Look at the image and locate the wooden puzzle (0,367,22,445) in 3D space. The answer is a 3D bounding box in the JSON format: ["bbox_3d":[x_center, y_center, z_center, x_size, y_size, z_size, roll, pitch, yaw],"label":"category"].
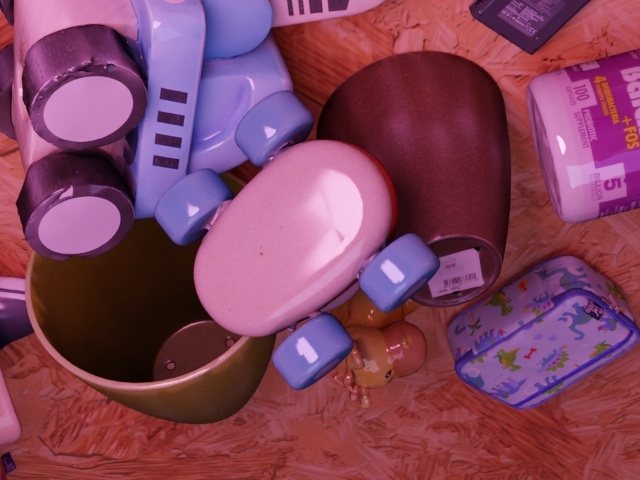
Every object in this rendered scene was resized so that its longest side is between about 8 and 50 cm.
[{"bbox_3d":[-0.521,0.098,1.462,0.322,0.080,0.348,-16,107,0],"label":"wooden puzzle"}]

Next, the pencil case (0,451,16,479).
[{"bbox_3d":[-0.546,0.330,1.757,0.284,0.124,0.124,-28,135,-3],"label":"pencil case"}]

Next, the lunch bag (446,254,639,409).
[{"bbox_3d":[0.291,0.124,1.763,0.219,0.090,0.176,-35,134,24],"label":"lunch bag"}]

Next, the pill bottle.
[{"bbox_3d":[0.386,-0.131,1.461,0.301,0.169,0.169,-14,136,4],"label":"pill bottle"}]

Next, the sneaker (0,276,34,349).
[{"bbox_3d":[-0.470,0.131,1.588,0.321,0.127,0.126,-10,152,1],"label":"sneaker"}]

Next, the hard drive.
[{"bbox_3d":[0.233,-0.261,1.405,0.094,0.022,0.135,26,125,-32],"label":"hard drive"}]

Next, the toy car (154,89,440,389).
[{"bbox_3d":[0.000,0.000,1.321,0.210,0.219,0.238,-43,168,12],"label":"toy car"}]

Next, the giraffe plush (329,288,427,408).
[{"bbox_3d":[0.064,0.098,1.612,0.210,0.170,0.181,-24,139,27],"label":"giraffe plush"}]

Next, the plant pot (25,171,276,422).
[{"bbox_3d":[-0.160,0.098,1.553,0.275,0.274,0.293,-12,151,1],"label":"plant pot"}]

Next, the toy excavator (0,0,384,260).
[{"bbox_3d":[-0.077,-0.216,1.292,0.445,0.222,0.433,-8,139,-21],"label":"toy excavator"}]

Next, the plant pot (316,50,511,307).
[{"bbox_3d":[0.118,-0.047,1.452,0.215,0.230,0.215,-6,136,-6],"label":"plant pot"}]
